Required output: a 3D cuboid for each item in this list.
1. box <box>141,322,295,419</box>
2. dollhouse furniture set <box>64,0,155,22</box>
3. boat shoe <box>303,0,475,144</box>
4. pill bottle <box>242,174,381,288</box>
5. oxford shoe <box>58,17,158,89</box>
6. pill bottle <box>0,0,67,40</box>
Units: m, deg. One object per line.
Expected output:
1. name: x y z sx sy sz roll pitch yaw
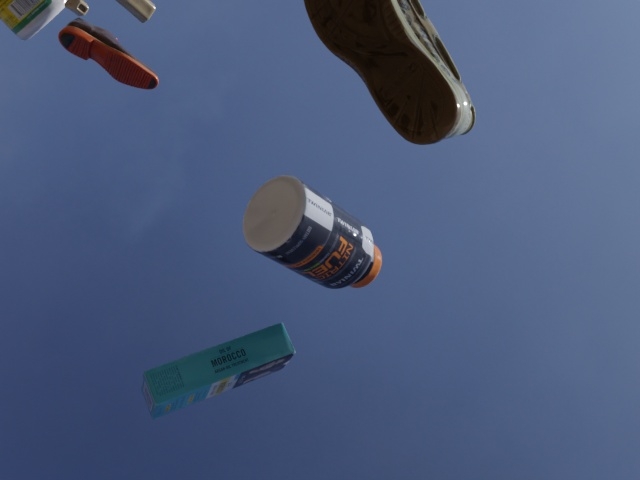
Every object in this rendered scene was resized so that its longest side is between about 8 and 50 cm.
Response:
1. box: -0.171 0.217 1.102 0.244 0.100 0.060 -17 -111 -25
2. dollhouse furniture set: -0.303 -0.341 0.931 0.081 0.114 0.091 34 -89 33
3. boat shoe: 0.073 -0.231 0.743 0.104 0.089 0.285 -34 -101 35
4. pill bottle: 0.000 0.000 1.073 0.130 0.245 0.130 -19 -122 33
5. oxford shoe: -0.545 -0.502 1.747 0.097 0.271 0.098 -40 -154 47
6. pill bottle: -0.503 -0.429 1.027 0.117 0.208 0.118 -30 -148 21
